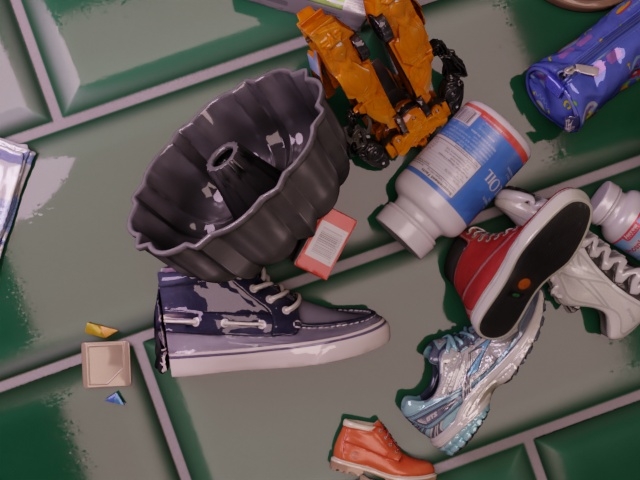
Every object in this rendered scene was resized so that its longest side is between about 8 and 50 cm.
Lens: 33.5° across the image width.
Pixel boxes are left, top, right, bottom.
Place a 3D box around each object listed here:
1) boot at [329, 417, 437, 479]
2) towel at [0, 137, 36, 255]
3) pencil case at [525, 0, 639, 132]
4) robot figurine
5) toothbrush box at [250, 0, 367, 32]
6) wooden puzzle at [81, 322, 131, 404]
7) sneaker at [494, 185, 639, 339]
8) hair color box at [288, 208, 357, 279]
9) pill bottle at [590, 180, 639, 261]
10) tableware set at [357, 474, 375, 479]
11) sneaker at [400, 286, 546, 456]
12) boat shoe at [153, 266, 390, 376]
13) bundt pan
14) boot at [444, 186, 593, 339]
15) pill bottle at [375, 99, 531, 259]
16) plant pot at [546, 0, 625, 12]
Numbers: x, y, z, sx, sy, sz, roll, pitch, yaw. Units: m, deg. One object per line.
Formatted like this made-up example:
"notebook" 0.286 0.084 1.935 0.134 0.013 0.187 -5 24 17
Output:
"boot" 0.098 0.309 1.558 0.158 0.059 0.085 12 85 -2
"towel" -0.553 -0.031 1.535 0.209 0.034 0.285 18 90 -2
"pencil case" 0.440 -0.282 1.536 0.306 0.133 0.119 -36 75 -3
"robot figurine" 0.089 -0.234 1.479 0.211 0.291 0.085 -37 47 -3
"toothbrush box" 0.005 -0.468 1.518 0.206 0.122 0.283 17 88 -3
"wooden puzzle" -0.313 0.180 1.558 0.078 0.014 0.116 4 90 1
"sneaker" 0.362 0.031 1.551 0.292 0.110 0.118 38 99 0
"hair color box" 0.000 0.000 1.495 0.053 0.167 0.093 28 89 -4
"pill bottle" 0.471 -0.018 1.559 0.160 0.087 0.087 31 89 -2
"tableware set" 0.058 0.440 1.558 0.168 0.020 0.141 -43 78 3
"sneaker" 0.220 0.167 1.539 0.122 0.110 0.283 33 88 1
"boat shoe" -0.076 0.094 1.510 0.340 0.127 0.158 -7 98 -2
"bundt pan" -0.097 -0.075 1.436 0.331 0.331 0.124 -44 124 -2
"boot" 0.265 -0.005 1.492 0.088 0.176 0.244 21 117 -29
"pill bottle" 0.186 -0.083 1.527 0.124 0.124 0.221 43 89 -2
"plant pot" 0.399 -0.459 1.544 0.237 0.110 0.237 0 90 -4
